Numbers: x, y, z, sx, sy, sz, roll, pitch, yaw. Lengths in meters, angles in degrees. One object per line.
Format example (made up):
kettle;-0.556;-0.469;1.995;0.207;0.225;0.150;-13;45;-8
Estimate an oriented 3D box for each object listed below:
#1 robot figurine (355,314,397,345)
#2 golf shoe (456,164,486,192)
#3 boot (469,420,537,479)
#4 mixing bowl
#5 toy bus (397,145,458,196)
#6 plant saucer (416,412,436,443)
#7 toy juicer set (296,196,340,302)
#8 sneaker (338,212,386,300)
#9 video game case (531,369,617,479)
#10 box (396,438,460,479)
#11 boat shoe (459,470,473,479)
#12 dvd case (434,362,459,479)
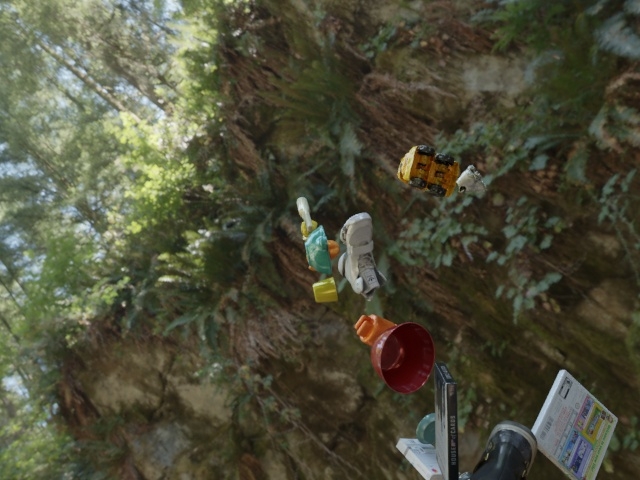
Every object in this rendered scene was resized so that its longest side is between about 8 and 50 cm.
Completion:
robot figurine;0.251;0.388;2.374;0.219;0.158;0.128;26;-109;-21
golf shoe;0.497;-0.189;1.913;0.086;0.069;0.176;-38;-30;13
boot;0.348;0.601;1.207;0.284;0.138;0.378;-19;-54;-60
mixing bowl;0.199;0.297;1.497;0.181;0.098;0.182;-1;-89;-31
toy bus;0.359;-0.255;2.100;0.220;0.211;0.150;16;-91;-33
plant saucer;0.393;0.667;2.020;0.119;0.021;0.120;-7;-74;-23
toy juicer set;0.000;0.000;1.541;0.089;0.209;0.329;-12;-43;-3
sneaker;0.175;0.071;2.256;0.137;0.210;0.366;-17;-39;-21
video game case;0.622;0.462;1.409;0.212;0.193;0.023;-50;4;-29
box;0.375;0.767;2.009;0.145;0.186;0.038;16;-78;-36
boat shoe;0.384;0.706;1.620;0.133;0.042;0.049;-44;-70;8
dvd case;0.288;0.420;1.319;0.179;0.029;0.239;-34;-58;-86
